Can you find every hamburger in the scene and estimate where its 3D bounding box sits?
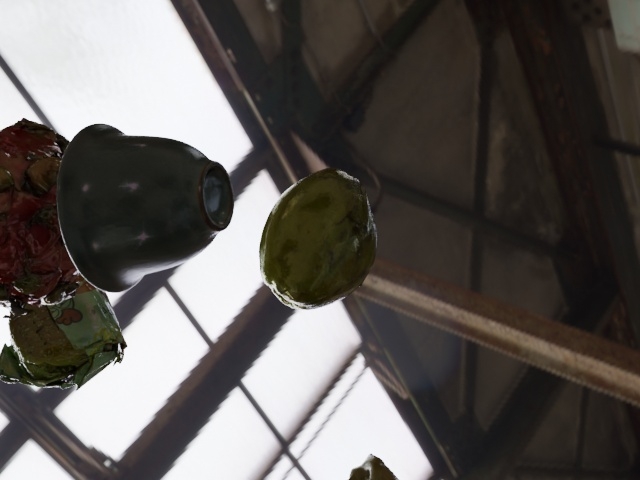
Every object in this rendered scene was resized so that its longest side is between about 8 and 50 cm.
[{"bbox_3d":[-0.451,0.163,1.821,0.235,0.125,0.214,-13,-140,-13],"label":"hamburger"}]

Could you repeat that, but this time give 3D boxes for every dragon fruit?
[{"bbox_3d":[-0.421,-0.040,1.462,0.250,0.291,0.269,22,-100,3],"label":"dragon fruit"}]

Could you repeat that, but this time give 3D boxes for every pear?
[{"bbox_3d":[0.000,0.000,0.971,0.107,0.107,0.131,17,-115,38],"label":"pear"}]

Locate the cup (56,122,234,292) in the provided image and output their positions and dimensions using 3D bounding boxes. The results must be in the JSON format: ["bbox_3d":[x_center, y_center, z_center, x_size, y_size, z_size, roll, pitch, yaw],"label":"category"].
[{"bbox_3d":[-0.181,-0.043,1.233,0.150,0.199,0.199,-5,-132,23],"label":"cup"}]

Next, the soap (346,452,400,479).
[{"bbox_3d":[0.147,0.313,1.010,0.304,0.169,0.339,-30,-155,29],"label":"soap"}]
